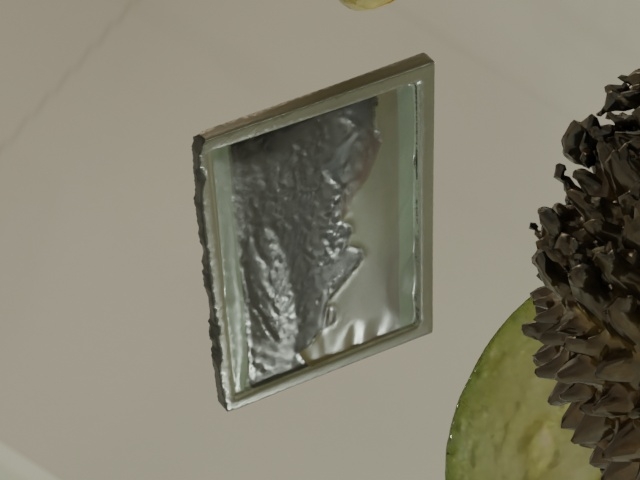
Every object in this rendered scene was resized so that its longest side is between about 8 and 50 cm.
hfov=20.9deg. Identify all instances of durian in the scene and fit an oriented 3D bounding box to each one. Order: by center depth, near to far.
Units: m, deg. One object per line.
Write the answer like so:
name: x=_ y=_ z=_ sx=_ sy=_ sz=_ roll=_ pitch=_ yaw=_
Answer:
durian: x=0.094 y=-0.003 z=0.389 sx=0.148 sy=0.091 sz=0.188 roll=-50 pitch=-161 yaw=-5

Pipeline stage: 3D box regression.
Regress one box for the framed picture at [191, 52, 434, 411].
framed picture: x=0.000 y=0.000 z=1.293 sx=0.192 sy=0.018 sz=0.265 roll=-21 pitch=134 yaw=-20

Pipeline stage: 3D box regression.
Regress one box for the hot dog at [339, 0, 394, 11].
hot dog: x=0.022 y=-0.281 z=1.220 sx=0.150 sy=0.257 sz=0.153 roll=-31 pitch=169 yaw=16

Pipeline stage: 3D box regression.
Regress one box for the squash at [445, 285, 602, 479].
squash: x=0.186 y=0.124 z=0.939 sx=0.252 sy=0.252 sz=0.049 roll=-58 pitch=161 yaw=8
